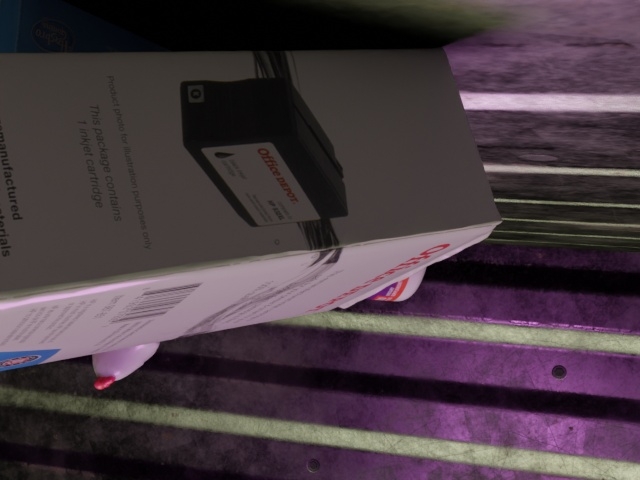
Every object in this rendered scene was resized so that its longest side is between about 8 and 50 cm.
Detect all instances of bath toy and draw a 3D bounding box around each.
[{"bbox_3d":[-0.400,0.102,1.355,0.151,0.129,0.348,-4,141,50],"label":"bath toy"}]

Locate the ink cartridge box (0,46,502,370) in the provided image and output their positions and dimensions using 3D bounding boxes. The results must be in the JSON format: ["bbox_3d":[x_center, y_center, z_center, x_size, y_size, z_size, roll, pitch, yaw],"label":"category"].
[{"bbox_3d":[-0.083,-0.016,0.563,0.307,0.129,0.223,-8,166,-32],"label":"ink cartridge box"}]

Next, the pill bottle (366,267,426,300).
[{"bbox_3d":[0.000,0.000,1.449,0.323,0.181,0.181,5,178,-16],"label":"pill bottle"}]

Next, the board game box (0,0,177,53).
[{"bbox_3d":[-0.256,-0.109,0.657,0.316,0.064,0.242,3,177,25],"label":"board game box"}]
